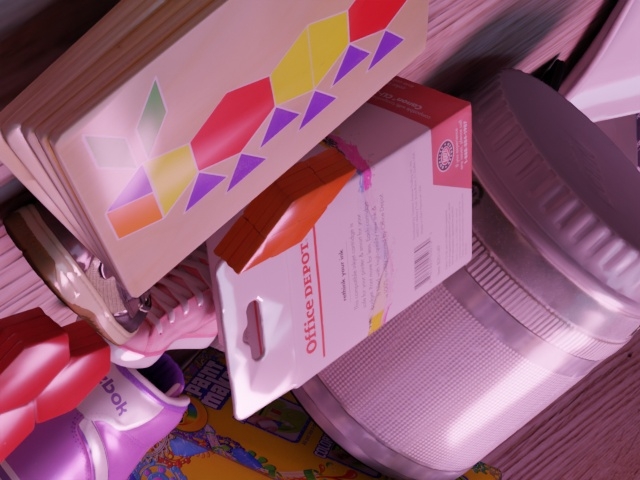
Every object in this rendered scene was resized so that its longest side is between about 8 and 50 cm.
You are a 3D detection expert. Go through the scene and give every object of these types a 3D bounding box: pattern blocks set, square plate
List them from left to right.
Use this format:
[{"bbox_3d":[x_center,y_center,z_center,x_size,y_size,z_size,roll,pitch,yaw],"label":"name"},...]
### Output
[{"bbox_3d":[-0.030,-0.061,0.454,0.325,0.026,0.285,-39,159,-22],"label":"pattern blocks set"},{"bbox_3d":[0.392,-0.212,1.108,0.344,0.049,0.347,-14,165,-9],"label":"square plate"}]

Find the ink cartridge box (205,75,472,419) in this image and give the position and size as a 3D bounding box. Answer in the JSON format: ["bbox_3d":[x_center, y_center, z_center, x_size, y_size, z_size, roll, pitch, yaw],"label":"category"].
[{"bbox_3d":[0.000,0.000,0.700,0.198,0.067,0.115,-33,134,-35],"label":"ink cartridge box"}]

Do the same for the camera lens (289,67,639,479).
[{"bbox_3d":[0.108,0.034,0.940,0.274,0.219,0.219,-45,169,25],"label":"camera lens"}]

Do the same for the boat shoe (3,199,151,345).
[{"bbox_3d":[-0.094,0.010,0.560,0.049,0.056,0.152,-34,170,-3],"label":"boat shoe"}]

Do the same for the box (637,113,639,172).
[{"bbox_3d":[0.459,-0.180,1.527,0.247,0.142,0.163,-33,167,-41],"label":"box"}]

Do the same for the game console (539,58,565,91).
[{"bbox_3d":[0.157,-0.105,1.113,0.122,0.071,0.107,119,-7,-66],"label":"game console"}]

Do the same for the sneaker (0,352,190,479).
[{"bbox_3d":[-0.156,0.153,0.849,0.161,0.102,0.282,-39,171,-22],"label":"sneaker"}]

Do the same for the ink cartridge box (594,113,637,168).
[{"bbox_3d":[0.294,-0.080,1.445,0.181,0.061,0.104,127,-20,-50],"label":"ink cartridge box"}]

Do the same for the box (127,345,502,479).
[{"bbox_3d":[-0.038,0.288,1.011,0.177,0.279,0.290,-51,164,-71],"label":"box"}]

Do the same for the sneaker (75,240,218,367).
[{"bbox_3d":[-0.085,0.030,0.714,0.070,0.051,0.134,-54,162,15],"label":"sneaker"}]
